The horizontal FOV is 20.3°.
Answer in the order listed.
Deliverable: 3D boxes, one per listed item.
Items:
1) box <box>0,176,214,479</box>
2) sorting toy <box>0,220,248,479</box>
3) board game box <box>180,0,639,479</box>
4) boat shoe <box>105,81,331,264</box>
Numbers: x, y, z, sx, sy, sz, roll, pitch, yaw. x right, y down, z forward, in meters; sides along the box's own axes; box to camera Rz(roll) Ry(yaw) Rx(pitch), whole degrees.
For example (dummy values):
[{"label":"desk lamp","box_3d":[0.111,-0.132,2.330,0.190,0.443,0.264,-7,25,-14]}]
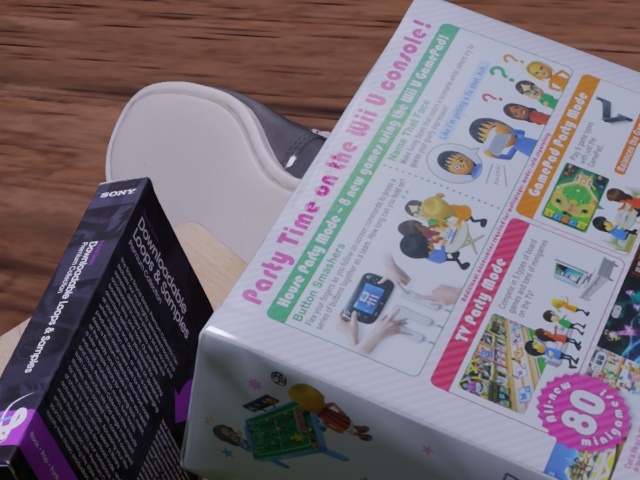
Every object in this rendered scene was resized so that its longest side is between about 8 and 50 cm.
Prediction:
[{"label":"box","box_3d":[-0.084,0.069,0.728,0.029,0.116,0.162,-4,40,24]},{"label":"sorting toy","box_3d":[-0.091,0.139,0.816,0.255,0.089,0.257,-33,38,-15]},{"label":"board game box","box_3d":[0.130,0.046,0.715,0.303,0.097,0.224,23,49,10]},{"label":"boat shoe","box_3d":[0.000,0.000,0.957,0.335,0.095,0.112,26,94,49]}]
